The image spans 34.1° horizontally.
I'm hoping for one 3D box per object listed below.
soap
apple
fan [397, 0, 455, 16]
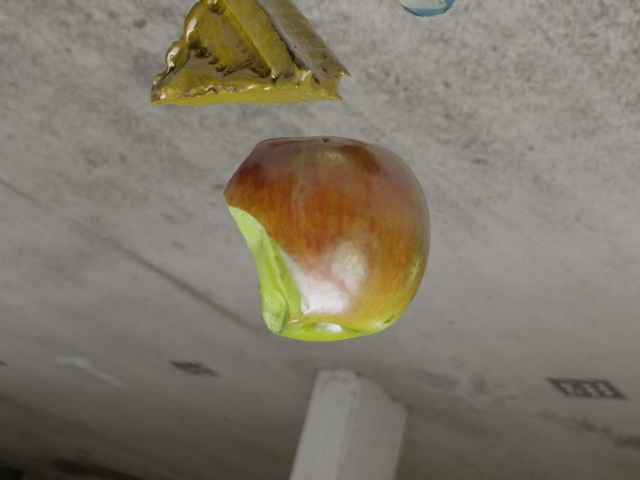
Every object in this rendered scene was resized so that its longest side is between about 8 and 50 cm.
[{"bbox_3d":[-0.130,-0.255,1.781,0.169,0.339,0.304,8,127,-41],"label":"soap"},{"bbox_3d":[0.000,0.000,1.180,0.246,0.226,0.246,3,174,0],"label":"apple"},{"bbox_3d":[0.114,-0.366,1.428,0.175,0.005,0.113,18,124,29],"label":"fan"}]
